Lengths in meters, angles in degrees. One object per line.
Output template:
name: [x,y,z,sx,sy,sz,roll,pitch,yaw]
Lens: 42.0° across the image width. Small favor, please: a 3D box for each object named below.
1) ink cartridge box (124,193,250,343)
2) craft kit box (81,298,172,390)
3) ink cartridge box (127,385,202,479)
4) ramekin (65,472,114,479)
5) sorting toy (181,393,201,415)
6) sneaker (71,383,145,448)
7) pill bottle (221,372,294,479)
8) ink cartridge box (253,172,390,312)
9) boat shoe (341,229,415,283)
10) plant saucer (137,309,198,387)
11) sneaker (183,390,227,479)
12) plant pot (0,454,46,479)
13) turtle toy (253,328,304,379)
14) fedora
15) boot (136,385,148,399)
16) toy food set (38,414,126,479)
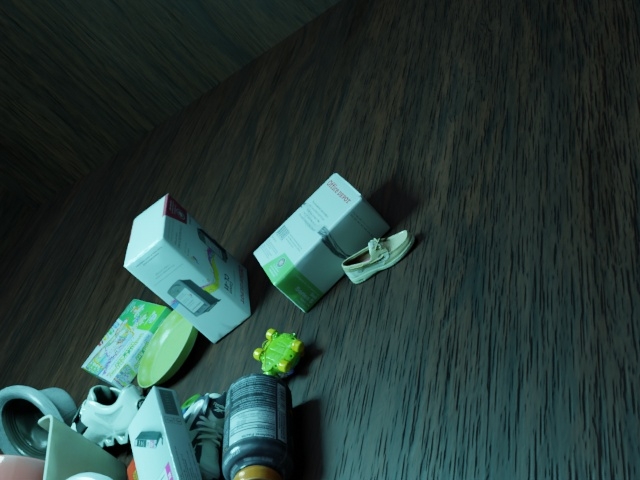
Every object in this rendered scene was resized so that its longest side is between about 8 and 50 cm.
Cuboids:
ink cartridge box: [-0.319,0.067,2.039,0.131,0.306,0.226,-38,28,14]
craft kit box: [-0.532,0.285,2.320,0.246,0.061,0.250,5,56,54]
ink cartridge box: [-0.327,0.464,1.621,0.239,0.060,0.275,-56,37,20]
ramekin: [-0.434,0.574,1.513,0.273,0.273,0.127,-28,-6,30]
sorting toy: [-0.274,0.376,1.848,0.061,0.042,0.102,-39,11,-22]
sneaker: [-0.524,0.418,1.985,0.330,0.146,0.122,-23,3,30]
pill bottle: [-0.113,0.369,1.520,0.130,0.130,0.246,-35,28,19]
ink cartridge box: [0.000,0.000,1.894,0.273,0.115,0.198,-44,27,2]
boat shoe: [0.118,0.027,1.750,0.170,0.059,0.063,-36,28,19]
plant saucer: [-0.377,0.270,2.108,0.241,0.037,0.241,-41,29,28]
sneaker: [-0.225,0.384,1.696,0.153,0.094,0.235,-56,17,-3]
plant pot: [-0.686,0.638,1.832,0.275,0.275,0.243,-27,43,32]
turtle toy: [-0.085,0.248,1.719,0.095,0.066,0.130,20,68,36]
fedora: [-0.734,0.475,2.202,0.275,0.244,0.124,-23,5,36]
boot: [-0.440,0.386,2.070,0.106,0.037,0.114,-39,23,7]
toy food set: [-0.527,0.529,1.783,0.092,0.220,0.306,-41,27,7]
